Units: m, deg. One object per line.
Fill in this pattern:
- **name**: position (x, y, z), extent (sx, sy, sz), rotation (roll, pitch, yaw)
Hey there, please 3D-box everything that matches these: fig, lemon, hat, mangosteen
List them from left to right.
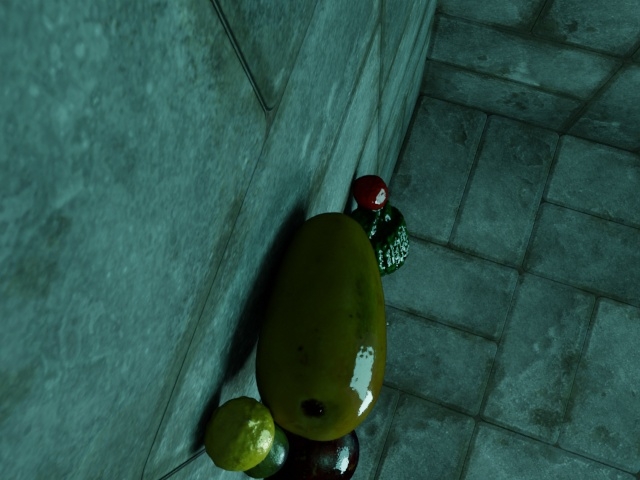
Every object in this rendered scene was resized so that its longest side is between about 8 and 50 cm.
- **lemon**: position (-0.134, 0.319, 0.889), extent (0.155, 0.114, 0.114), rotation (116, 0, -47)
- **fig**: position (-0.144, 0.452, 1.205), extent (0.156, 0.123, 0.123), rotation (55, 40, -29)
- **mangosteen**: position (-0.027, 0.581, 1.548), extent (0.311, 0.311, 0.311), rotation (18, 90, -82)
- **hat**: position (0.162, -0.064, 1.809), extent (0.274, 0.242, 0.332), rotation (-89, 165, -56)

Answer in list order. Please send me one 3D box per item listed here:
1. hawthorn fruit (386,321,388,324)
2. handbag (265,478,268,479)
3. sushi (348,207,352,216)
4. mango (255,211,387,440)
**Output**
- **hawthorn fruit**: position (0.052, 0.226, 1.417), extent (0.199, 0.251, 0.199), rotation (-4, 90, -71)
- **handbag**: position (-0.079, 0.997, 2.045), extent (0.240, 0.341, 0.247), rotation (-55, -173, 33)
- **sushi**: position (0.095, -0.005, 1.971), extent (0.139, 0.031, 0.200), rotation (87, 22, -69)
- **mango**: position (0.009, 0.140, 1.016), extent (0.300, 0.232, 0.445), rotation (95, 2, -57)
